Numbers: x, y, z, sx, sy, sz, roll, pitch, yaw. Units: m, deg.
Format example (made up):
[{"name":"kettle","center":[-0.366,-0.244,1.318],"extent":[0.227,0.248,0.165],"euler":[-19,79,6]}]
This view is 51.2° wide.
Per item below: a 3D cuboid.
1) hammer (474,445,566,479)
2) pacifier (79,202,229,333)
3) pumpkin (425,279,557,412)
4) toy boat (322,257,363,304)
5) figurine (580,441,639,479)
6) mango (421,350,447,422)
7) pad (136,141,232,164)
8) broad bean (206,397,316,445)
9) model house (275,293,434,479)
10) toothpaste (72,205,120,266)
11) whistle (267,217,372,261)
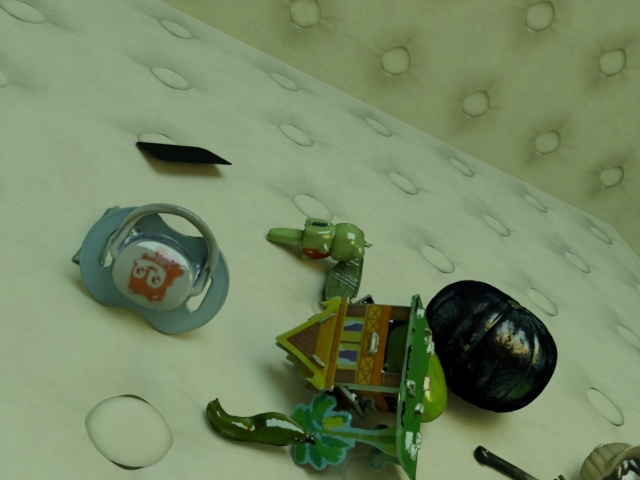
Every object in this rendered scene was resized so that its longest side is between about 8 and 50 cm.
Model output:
[{"name":"hammer","center":[0.490,0.562,1.577],"extent":[0.288,0.033,0.111],"euler":[29,29,-9]},{"name":"pacifier","center":[-0.328,0.044,1.370],"extent":[0.299,0.244,0.233],"euler":[29,-2,-12]},{"name":"pumpkin","center":[0.418,0.265,1.703],"extent":[0.363,0.266,0.363],"euler":[32,17,-11]},{"name":"toy boat","center":[0.062,0.116,1.804],"extent":[0.093,0.055,0.293],"euler":[32,28,-2]},{"name":"figurine","center":[0.739,0.652,1.603],"extent":[0.185,0.204,0.332],"euler":[19,59,-29]},{"name":"mango","center":[0.201,0.301,1.562],"extent":[0.185,0.149,0.273],"euler":[11,40,-53]},{"name":"pad","center":[-0.339,-0.191,1.863],"extent":[0.250,0.055,0.323],"euler":[-2,44,-48]},{"name":"broad bean","center":[-0.110,0.346,1.237],"extent":[0.214,0.048,0.070],"euler":[18,48,-7]},{"name":"model house","center":[0.060,0.305,1.373],"extent":[0.242,0.313,0.357],"euler":[60,35,-54]},{"name":"toothpaste","center":[-0.473,-0.013,1.457],"extent":[0.064,0.041,0.218],"euler":[16,33,-8]},{"name":"whistle","center":[0.000,0.000,1.836],"extent":[0.288,0.106,0.131],"euler":[4,29,1]}]
